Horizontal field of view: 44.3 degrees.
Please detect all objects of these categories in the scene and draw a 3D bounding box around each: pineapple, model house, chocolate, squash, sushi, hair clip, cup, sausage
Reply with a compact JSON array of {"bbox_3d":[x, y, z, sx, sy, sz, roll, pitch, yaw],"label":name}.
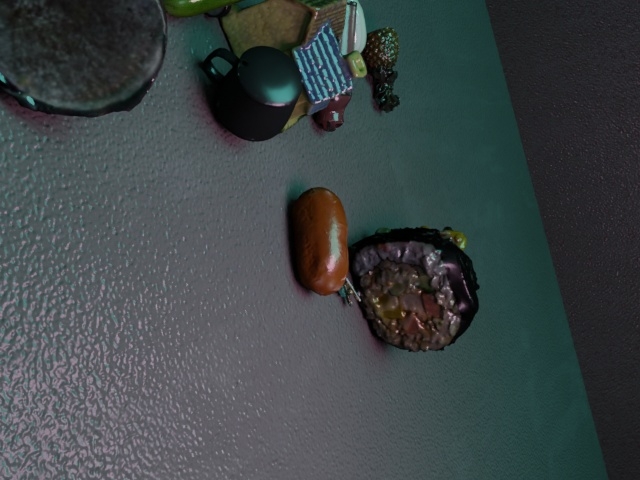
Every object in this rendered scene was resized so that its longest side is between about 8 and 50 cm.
[{"bbox_3d":[0.195,-0.515,2.393,0.125,0.125,0.251,-9,91,-59],"label":"pineapple"},{"bbox_3d":[-0.033,-0.450,1.846,0.261,0.266,0.321,-41,113,-52],"label":"model house"},{"bbox_3d":[-0.389,-0.370,1.266,0.303,0.303,0.213,55,13,-30],"label":"chocolate"},{"bbox_3d":[-0.175,-0.562,1.682,0.378,0.101,0.101,-27,103,-27],"label":"squash"},{"bbox_3d":[0.280,0.102,2.077,0.285,0.328,0.328,-30,99,-52],"label":"sushi"},{"bbox_3d":[0.048,0.087,1.970,0.049,0.049,0.173,-30,99,-58],"label":"hair clip"},{"bbox_3d":[-0.152,-0.330,1.681,0.223,0.176,0.169,39,61,-7],"label":"cup"},{"bbox_3d":[0.002,-0.001,1.852,0.133,0.133,0.258,18,63,-54],"label":"sausage"}]

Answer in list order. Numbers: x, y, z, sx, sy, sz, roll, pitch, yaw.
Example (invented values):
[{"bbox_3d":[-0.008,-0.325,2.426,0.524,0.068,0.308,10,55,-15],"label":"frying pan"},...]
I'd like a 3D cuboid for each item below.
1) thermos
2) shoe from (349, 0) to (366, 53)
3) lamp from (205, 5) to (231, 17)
[{"bbox_3d":[0.038,-0.446,2.025,0.109,0.136,0.330,-2,100,-29],"label":"thermos"},{"bbox_3d":[0.000,-0.640,2.103,0.363,0.132,0.160,59,34,-18],"label":"shoe"},{"bbox_3d":[-0.244,-0.688,1.748,0.371,0.130,0.108,70,23,-7],"label":"lamp"}]
